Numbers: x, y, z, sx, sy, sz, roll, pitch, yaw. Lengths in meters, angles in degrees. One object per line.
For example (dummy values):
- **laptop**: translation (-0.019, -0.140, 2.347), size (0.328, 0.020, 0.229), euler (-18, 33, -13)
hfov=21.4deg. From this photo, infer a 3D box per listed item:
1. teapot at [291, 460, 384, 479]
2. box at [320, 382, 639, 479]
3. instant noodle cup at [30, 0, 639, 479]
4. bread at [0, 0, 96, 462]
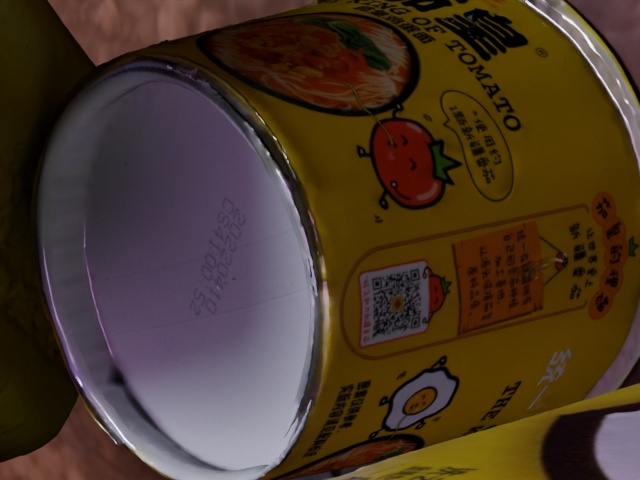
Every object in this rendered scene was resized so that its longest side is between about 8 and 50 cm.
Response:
- **teapot**: translation (0.016, 0.184, 0.569), size (0.163, 0.178, 0.221), euler (-8, 93, 46)
- **box**: translation (0.114, 0.089, 0.382), size (0.168, 0.265, 0.097), euler (-2, 96, 47)
- **instant noodle cup**: translation (0.000, 0.000, 0.565), size (0.182, 0.144, 0.182), euler (14, 110, 43)
- **bread**: translation (-0.151, -0.025, 0.573), size (0.112, 0.383, 0.166), euler (19, 80, 11)
